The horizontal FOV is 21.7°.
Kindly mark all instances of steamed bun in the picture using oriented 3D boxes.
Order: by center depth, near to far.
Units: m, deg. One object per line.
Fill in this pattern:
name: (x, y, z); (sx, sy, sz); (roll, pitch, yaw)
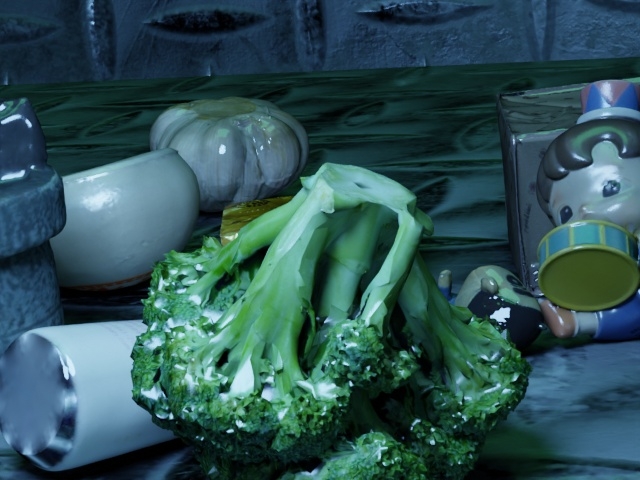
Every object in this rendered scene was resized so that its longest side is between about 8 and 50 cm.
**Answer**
steamed bun: (-0.248, -0.015, 1.946); (0.231, 0.145, 0.232); (-16, 5, 1)

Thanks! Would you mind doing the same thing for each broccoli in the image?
broccoli: (0.010, 0.076, 1.249); (0.307, 0.275, 0.308); (17, 27, -9)

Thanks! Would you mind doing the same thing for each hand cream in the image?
hand cream: (-0.112, 0.117, 1.467); (0.358, 0.118, 0.185); (-6, 9, -43)

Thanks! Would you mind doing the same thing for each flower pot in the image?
flower pot: (-0.387, 0.012, 1.584); (0.299, 0.283, 0.299); (-3, 14, 1)

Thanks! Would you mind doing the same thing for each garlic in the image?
garlic: (-0.126, -0.119, 2.333); (0.227, 0.152, 0.228); (2, 18, -1)

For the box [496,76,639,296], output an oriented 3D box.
box: (0.321, -0.068, 1.894); (0.225, 0.190, 0.297); (-5, 13, 4)

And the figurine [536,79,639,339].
figurine: (0.282, -0.033, 1.640); (0.161, 0.158, 0.275); (-31, 36, 30)

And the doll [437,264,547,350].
doll: (0.148, 0.066, 1.622); (0.179, 0.102, 0.089); (14, 65, 44)

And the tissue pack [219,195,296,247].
tissue pack: (0.000, 0.000, 1.925); (0.226, 0.092, 0.183); (-7, 14, 0)
